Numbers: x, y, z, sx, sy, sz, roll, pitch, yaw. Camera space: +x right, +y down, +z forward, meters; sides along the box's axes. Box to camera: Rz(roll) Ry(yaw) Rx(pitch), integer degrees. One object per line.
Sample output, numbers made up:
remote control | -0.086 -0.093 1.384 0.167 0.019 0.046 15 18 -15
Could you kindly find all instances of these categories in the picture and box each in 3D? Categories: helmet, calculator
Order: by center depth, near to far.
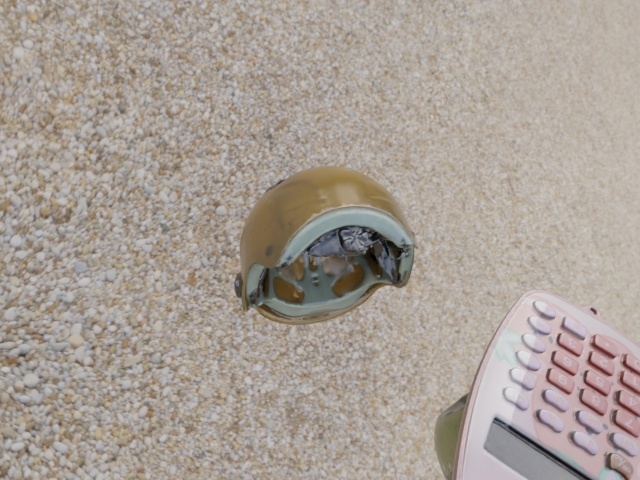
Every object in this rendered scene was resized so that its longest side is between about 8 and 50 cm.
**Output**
helmet | 0.000 0.000 0.512 0.198 0.224 0.130 -5 63 -13
calculator | 0.280 0.204 0.530 0.220 0.048 0.330 32 59 10

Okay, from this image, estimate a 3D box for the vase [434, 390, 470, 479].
vase | 0.314 0.368 0.695 0.240 0.329 0.302 -25 68 -27
